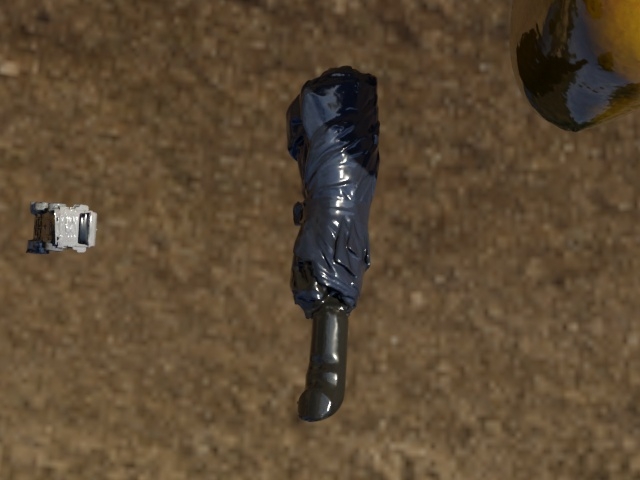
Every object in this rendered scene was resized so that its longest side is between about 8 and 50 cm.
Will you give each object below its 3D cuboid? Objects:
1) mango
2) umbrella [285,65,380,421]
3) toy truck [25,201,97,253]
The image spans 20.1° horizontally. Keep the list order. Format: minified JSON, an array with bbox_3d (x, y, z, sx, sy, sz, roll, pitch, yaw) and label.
[{"bbox_3d":[0.175,-0.151,1.043,0.120,0.151,0.221,14,162,-9],"label":"mango"},{"bbox_3d":[0.004,0.002,1.243,0.071,0.248,0.071,3,172,0],"label":"umbrella"},{"bbox_3d":[-0.192,-0.009,1.349,0.044,0.039,0.083,4,178,-24],"label":"toy truck"}]
